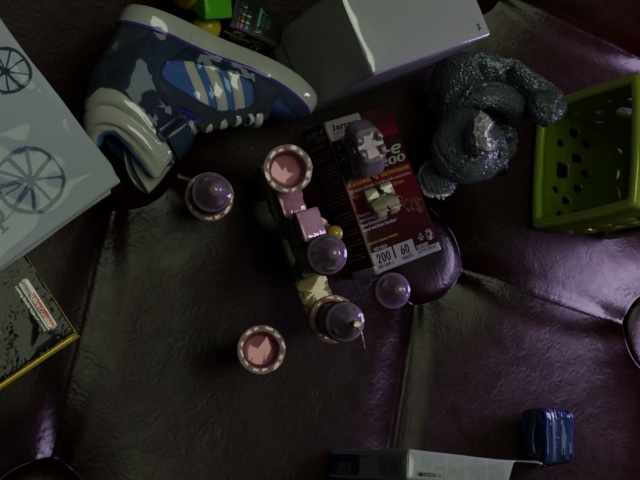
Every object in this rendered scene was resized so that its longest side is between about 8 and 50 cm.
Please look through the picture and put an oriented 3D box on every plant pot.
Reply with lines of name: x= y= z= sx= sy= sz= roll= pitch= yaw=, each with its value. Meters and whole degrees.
plant pot: x=0.502 y=-0.120 z=1.938 sx=0.207 sy=0.228 sz=0.227 roll=15 pitch=74 yaw=-34

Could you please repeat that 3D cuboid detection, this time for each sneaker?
sneaker: x=-0.175 y=-0.162 z=1.634 sx=0.322 sy=0.130 sz=0.236 roll=23 pitch=80 yaw=-28

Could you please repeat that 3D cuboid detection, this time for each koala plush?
koala plush: x=0.233 y=-0.167 z=1.797 sx=0.203 sy=0.196 sz=0.221 roll=38 pitch=49 yaw=-9

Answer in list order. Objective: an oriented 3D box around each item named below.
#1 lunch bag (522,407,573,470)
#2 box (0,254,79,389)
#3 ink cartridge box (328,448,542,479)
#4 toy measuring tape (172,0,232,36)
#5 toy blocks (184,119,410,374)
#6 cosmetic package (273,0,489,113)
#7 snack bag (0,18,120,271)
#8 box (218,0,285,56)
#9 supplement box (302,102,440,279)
lunch bag: x=0.356 y=0.315 z=1.860 sx=0.065 sy=0.067 sz=0.098 roll=5 pitch=79 yaw=-28
box: x=-0.493 y=0.056 z=1.435 sx=0.257 sy=0.079 sz=0.322 roll=-35 pitch=98 yaw=-28
ink cartridge box: x=0.159 y=0.325 z=1.660 sx=0.224 sy=0.223 sz=0.045 roll=9 pitch=77 yaw=-26
toy measuring tape: x=-0.179 y=-0.447 z=1.659 sx=0.121 sy=0.121 sz=0.330 roll=-10 pitch=104 yaw=-30
toy blocks: x=0.000 y=0.000 z=1.569 sx=0.309 sy=0.260 sz=0.289 roll=-19 pitch=90 yaw=-12
cosmetic package: x=0.083 y=-0.302 z=1.734 sx=0.224 sy=0.224 sz=0.138 roll=-23 pitch=92 yaw=-31
snack bag: x=-0.461 y=-0.118 z=1.421 sx=0.323 sy=0.037 sz=0.342 roll=-41 pitch=102 yaw=-30
box: x=-0.104 y=-0.313 z=1.725 sx=0.083 sy=0.062 sz=0.052 roll=19 pitch=73 yaw=-25
supplement box: x=0.078 y=-0.075 z=1.776 sx=0.130 sy=0.073 sz=0.239 roll=-20 pitch=90 yaw=-30
